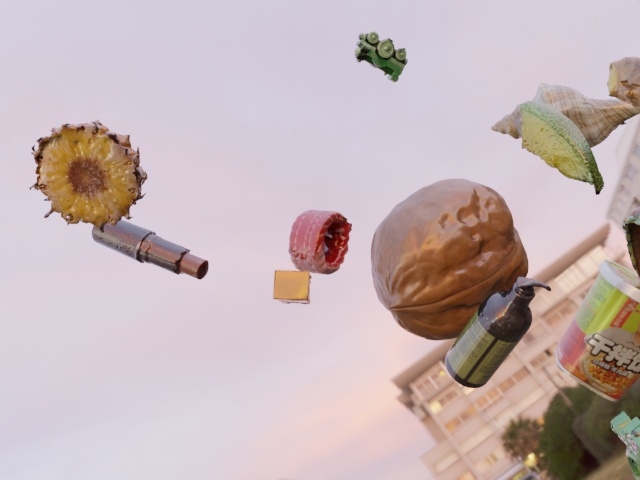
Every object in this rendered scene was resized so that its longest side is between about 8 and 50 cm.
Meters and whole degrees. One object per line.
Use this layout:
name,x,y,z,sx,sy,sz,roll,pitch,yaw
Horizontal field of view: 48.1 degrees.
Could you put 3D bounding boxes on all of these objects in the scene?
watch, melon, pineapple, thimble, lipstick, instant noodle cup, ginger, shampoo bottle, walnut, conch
watch,0.507,0.291,0.981,0.152,0.165,0.131,-24,17,1
melon,0.493,-0.189,1.488,0.053,0.262,0.114,-1,-46,-36
pineapple,-0.402,-0.111,1.241,0.221,0.221,0.047,-47,14,21
thimble,-0.004,0.004,2.086,0.163,0.125,0.190,41,-118,-50
lipstick,-0.395,0.019,1.667,0.081,0.299,0.081,-56,-21,-35
instant noodle cup,0.819,0.257,1.983,0.294,0.294,0.308,4,-60,-55
ginger,0.499,-0.219,1.011,0.081,0.205,0.115,44,-123,-36
shampoo bottle,0.342,0.172,1.398,0.101,0.101,0.284,-18,-35,-36
walnut,0.292,0.043,1.664,0.397,0.354,0.308,-32,15,-28
conch,0.632,-0.319,1.858,0.386,0.203,0.169,-7,-14,41

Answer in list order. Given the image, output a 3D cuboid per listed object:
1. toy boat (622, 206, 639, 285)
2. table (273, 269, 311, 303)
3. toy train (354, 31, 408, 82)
toy boat,0.817,0.005,1.800,0.099,0.108,0.293,-66,-32,-25
table,-0.063,0.113,1.709,0.083,0.070,0.082,1,-12,7
toy train,0.186,-0.577,2.240,0.105,0.178,0.071,-64,17,1
